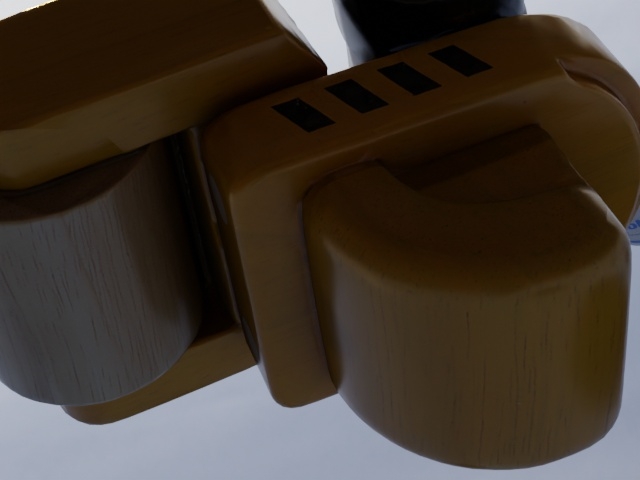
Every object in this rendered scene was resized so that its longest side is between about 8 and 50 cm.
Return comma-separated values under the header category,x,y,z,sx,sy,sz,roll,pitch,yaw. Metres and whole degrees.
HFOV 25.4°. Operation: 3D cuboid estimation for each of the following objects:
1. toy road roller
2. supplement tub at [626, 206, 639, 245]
category,x,y,z,sx,sy,sz,roll,pitch,yaw
toy road roller,0.000,0.000,0.655,0.330,0.202,0.240,-20,-134,-10
supplement tub,0.267,-0.046,1.232,0.071,0.107,0.071,-14,-121,25
